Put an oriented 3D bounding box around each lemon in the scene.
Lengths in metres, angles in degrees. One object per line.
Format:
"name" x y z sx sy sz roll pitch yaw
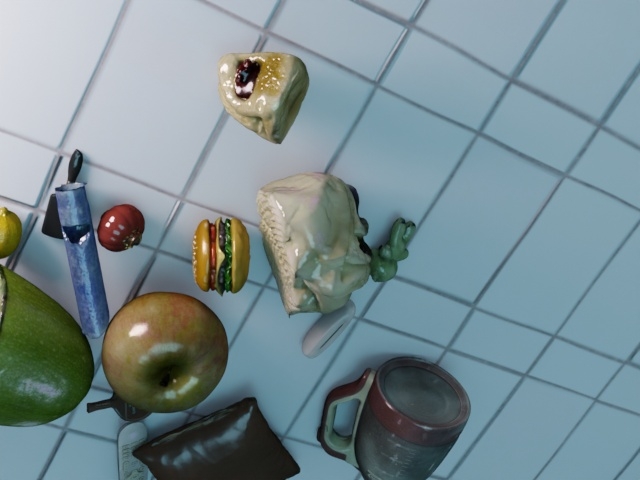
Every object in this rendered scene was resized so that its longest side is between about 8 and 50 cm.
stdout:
"lemon" -0.605 -0.015 1.674 0.082 0.082 0.111 18 114 -24

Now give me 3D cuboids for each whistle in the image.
"whistle" -0.453 0.040 1.704 0.062 0.062 0.304 -9 109 -10

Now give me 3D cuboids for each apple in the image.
"apple" -0.314 0.216 1.800 0.256 0.234 0.257 -5 119 -10

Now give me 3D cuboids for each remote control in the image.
"remote control" -0.439 0.497 2.048 0.073 0.044 0.229 -20 134 -32

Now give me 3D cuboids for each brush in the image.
"brush" -0.485 -0.087 1.702 0.063 0.016 0.193 13 116 -21

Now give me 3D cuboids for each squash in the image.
"squash" -0.564 0.218 1.719 0.309 0.310 0.310 25 112 -41

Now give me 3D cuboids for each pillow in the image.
"pillow" -0.235 0.522 2.079 0.307 0.108 0.305 -24 128 2

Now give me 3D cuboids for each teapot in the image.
"teapot" 0.152 0.448 2.091 0.315 0.233 0.312 24 120 6

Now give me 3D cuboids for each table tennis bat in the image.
"table tennis bat" -0.458 0.344 1.973 0.170 0.119 0.108 -7 97 -37

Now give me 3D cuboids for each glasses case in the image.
"glasses case" 0.018 0.196 1.976 0.041 0.063 0.164 34 107 -30

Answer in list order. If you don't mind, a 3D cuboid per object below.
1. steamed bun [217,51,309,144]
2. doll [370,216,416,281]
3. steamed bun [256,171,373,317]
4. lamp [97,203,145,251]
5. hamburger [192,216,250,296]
"steamed bun" -0.115 -0.276 1.614 0.155 0.172 0.141 24 77 7
"doll" 0.150 0.019 1.911 0.150 0.077 0.115 -61 154 10
"steamed bun" 0.000 0.000 1.752 0.206 0.275 0.320 -19 160 -17
"lamp" -0.387 -0.023 1.721 0.101 0.090 0.101 -46 159 -23
"hamburger" -0.198 0.031 1.770 0.115 0.162 0.162 0 120 -7
